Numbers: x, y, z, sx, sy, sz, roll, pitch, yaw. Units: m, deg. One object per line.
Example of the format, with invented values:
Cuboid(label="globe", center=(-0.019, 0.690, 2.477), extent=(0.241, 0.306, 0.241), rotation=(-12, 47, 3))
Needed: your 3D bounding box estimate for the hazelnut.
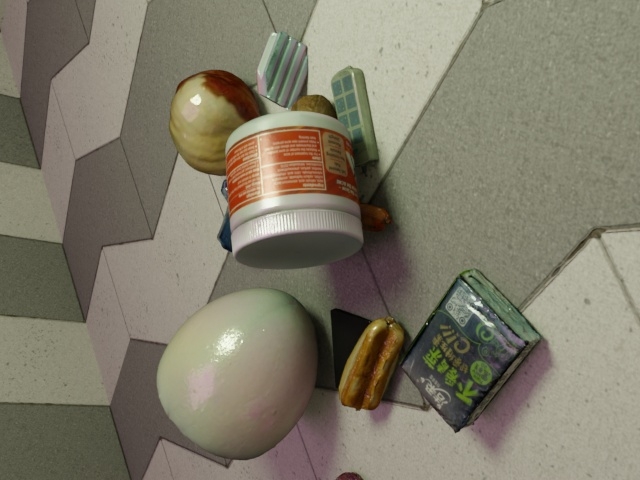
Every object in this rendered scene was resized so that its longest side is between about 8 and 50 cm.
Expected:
Cuboid(label="hazelnut", center=(-0.246, -0.286, 1.579), extent=(0.261, 0.241, 0.261), rotation=(-172, 90, -82))

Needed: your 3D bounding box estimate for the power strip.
Cuboid(label="power strip", center=(0.068, -0.239, 1.318), extent=(0.080, 0.029, 0.227), rotation=(-10, 92, 53))

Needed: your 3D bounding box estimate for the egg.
Cuboid(label="egg", center=(-0.155, 0.270, 1.511), extent=(0.340, 0.354, 0.354), rotation=(-51, 57, 20))

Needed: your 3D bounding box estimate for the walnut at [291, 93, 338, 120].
Cuboid(label="walnut", center=(-0.015, -0.248, 1.354), extent=(0.105, 0.105, 0.124), rotation=(-57, 13, 43))

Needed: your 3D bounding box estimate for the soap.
Cuboid(label="soap", center=(-0.084, -0.366, 1.423), extent=(0.056, 0.100, 0.149), rotation=(18, 88, 55))

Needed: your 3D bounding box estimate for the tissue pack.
Cuboid(label="tissue pack", center=(0.253, 0.193, 1.137), extent=(0.173, 0.073, 0.236), rotation=(49, 128, 34))

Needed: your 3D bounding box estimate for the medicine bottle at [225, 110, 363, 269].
Cuboid(label="medicine bottle", center=(-0.053, -0.090, 1.258), extent=(0.252, 0.252, 0.241), rotation=(-28, 62, 52))

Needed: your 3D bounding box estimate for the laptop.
Cuboid(label="laptop", center=(0.075, 0.257, 1.457), extent=(0.135, 0.016, 0.197), rotation=(12, 110, 49))

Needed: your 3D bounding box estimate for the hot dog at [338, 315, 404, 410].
Cuboid(label="hot dog", center=(0.102, 0.260, 1.357), extent=(0.076, 0.102, 0.249), rotation=(-100, 23, -61))

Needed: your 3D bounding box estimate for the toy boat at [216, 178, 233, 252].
Cuboid(label="toy boat", center=(-0.193, -0.081, 1.620), extent=(0.142, 0.129, 0.309), rotation=(45, 134, 22))

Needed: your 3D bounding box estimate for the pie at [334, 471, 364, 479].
Cuboid(label="pie", center=(0.085, 0.612, 1.517), extent=(0.154, 0.036, 0.155), rotation=(18, 113, 49))

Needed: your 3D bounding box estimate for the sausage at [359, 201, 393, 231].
Cuboid(label="sausage", center=(0.028, -0.068, 1.396), extent=(0.347, 0.053, 0.053), rotation=(18, 113, 50))
